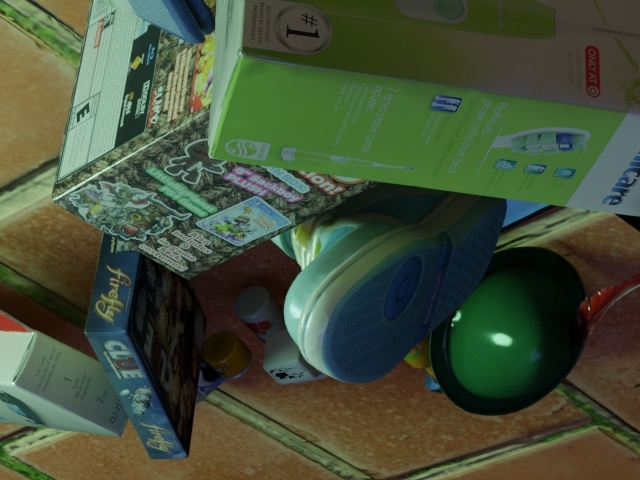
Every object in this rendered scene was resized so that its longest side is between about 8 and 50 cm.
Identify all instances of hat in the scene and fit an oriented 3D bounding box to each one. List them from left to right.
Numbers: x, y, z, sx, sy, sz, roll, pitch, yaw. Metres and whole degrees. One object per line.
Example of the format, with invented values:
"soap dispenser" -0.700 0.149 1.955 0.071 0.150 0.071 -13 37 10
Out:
"hat" 0.213 0.111 1.644 0.173 0.183 0.208 -27 122 -12

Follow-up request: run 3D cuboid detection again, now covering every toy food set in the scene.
"toy food set" 0.010 0.096 1.774 0.232 0.111 0.104 -14 141 23

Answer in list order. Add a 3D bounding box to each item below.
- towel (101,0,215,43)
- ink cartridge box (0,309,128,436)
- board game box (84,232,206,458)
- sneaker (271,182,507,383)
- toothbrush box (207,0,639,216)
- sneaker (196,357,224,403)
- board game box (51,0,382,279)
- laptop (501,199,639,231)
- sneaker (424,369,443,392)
"towel" -0.206 -0.247 1.246 0.285 0.034 0.209 28 161 36
"ink cartridge box" -0.367 0.113 1.816 0.261 0.066 0.296 32 159 -33
"board game box" -0.165 0.084 1.738 0.042 0.165 0.243 -1 146 11
"sneaker" 0.000 0.000 1.412 0.208 0.319 0.127 25 111 18
"toothbrush box" 0.084 -0.145 1.082 0.283 0.206 0.122 8 151 -10
"sneaker" -0.153 0.126 1.911 0.058 0.052 0.135 -29 141 27
"board game box" -0.041 -0.141 1.327 0.291 0.232 0.141 -26 136 39
"laptop" 0.148 -0.039 1.531 0.234 0.264 0.136 31 102 -33
"sneaker" 0.181 0.118 1.820 0.188 0.067 0.078 -27 128 35
